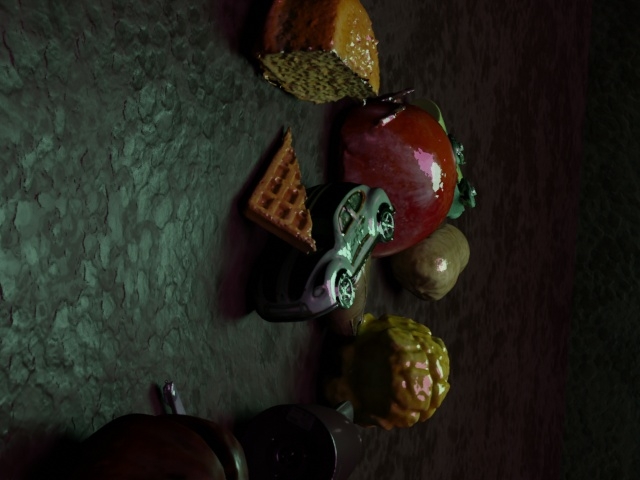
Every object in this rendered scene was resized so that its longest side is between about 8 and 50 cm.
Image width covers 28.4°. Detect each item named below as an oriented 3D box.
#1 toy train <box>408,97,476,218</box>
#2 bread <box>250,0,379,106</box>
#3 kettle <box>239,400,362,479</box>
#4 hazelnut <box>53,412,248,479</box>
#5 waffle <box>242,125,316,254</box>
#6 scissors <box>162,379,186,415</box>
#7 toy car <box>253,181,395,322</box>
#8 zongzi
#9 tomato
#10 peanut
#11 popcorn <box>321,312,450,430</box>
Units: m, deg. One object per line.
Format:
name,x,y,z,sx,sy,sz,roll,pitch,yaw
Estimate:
toy train,0.215,-0.154,2.358,0.253,0.105,0.157,62,11,-52
bread,0.003,-0.282,1.800,0.229,0.143,0.139,33,64,-66
kettle,-0.020,0.329,1.845,0.202,0.144,0.232,-70,162,1
hazelnut,-0.183,0.297,1.376,0.251,0.217,0.217,-10,102,-58
waffle,-0.028,-0.074,1.806,0.032,0.125,0.191,-58,-178,46
scissors,-0.157,0.322,1.659,0.191,0.029,0.360,-63,145,-50
toy car,0.000,0.000,1.848,0.306,0.136,0.125,-53,131,-49
zongzi,0.052,0.048,2.021,0.160,0.078,0.176,80,32,-46
tomato,0.146,-0.104,2.116,0.309,0.170,0.309,2,90,-65
peanut,0.207,0.035,2.344,0.253,0.122,0.137,-38,138,-65
popcorn,0.108,0.225,2.063,0.200,0.226,0.203,13,112,-48
